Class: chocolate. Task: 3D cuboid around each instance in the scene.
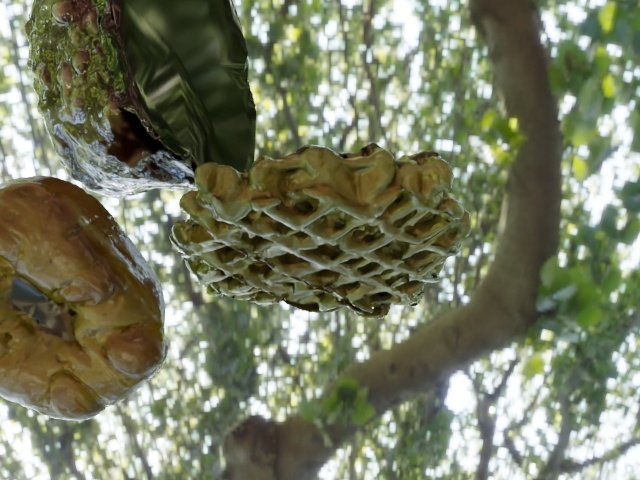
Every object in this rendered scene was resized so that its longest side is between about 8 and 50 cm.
[{"bbox_3d":[-0.227,-0.200,1.391,0.210,0.340,0.225,-13,-177,37],"label":"chocolate"}]

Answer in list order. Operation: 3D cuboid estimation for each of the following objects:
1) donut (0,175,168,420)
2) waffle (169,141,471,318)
[{"bbox_3d":[-0.285,0.059,1.262,0.209,0.261,0.128,-26,-164,13],"label":"donut"},{"bbox_3d":[0.000,0.000,1.269,0.317,0.297,0.073,-1,-122,-6],"label":"waffle"}]
